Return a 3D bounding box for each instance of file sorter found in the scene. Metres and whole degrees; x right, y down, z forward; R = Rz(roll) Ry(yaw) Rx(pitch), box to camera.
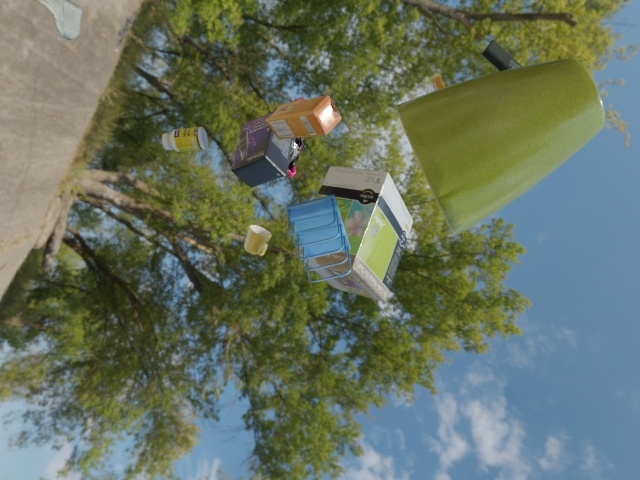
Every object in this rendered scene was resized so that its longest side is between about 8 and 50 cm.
[{"bbox_3d":[0.000,0.000,1.028,0.118,0.170,0.105,-14,-141,8],"label":"file sorter"}]

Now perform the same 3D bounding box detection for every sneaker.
[{"bbox_3d":[-0.103,-0.374,1.585,0.121,0.112,0.299,-45,161,-53],"label":"sneaker"}]

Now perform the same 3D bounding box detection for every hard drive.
[{"bbox_3d":[0.448,-0.419,1.042,0.022,0.135,0.094,-46,-177,45],"label":"hard drive"}]

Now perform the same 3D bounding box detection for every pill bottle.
[{"bbox_3d":[-0.389,-0.289,1.251,0.116,0.065,0.065,-5,-122,4],"label":"pill bottle"}]

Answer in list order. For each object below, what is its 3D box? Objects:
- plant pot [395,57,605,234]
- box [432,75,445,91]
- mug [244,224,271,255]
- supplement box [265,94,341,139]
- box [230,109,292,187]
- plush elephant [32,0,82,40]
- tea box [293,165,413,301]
[{"bbox_3d":[0.330,-0.192,0.797,0.293,0.275,0.275,-25,-129,18],"label":"plant pot"},{"bbox_3d":[0.402,-0.457,1.417,0.028,0.081,0.136,-23,-98,13],"label":"box"},{"bbox_3d":[-0.170,0.004,1.138,0.064,0.062,0.078,-62,-169,16],"label":"mug"},{"bbox_3d":[-0.052,-0.336,1.202,0.233,0.080,0.078,15,-122,50],"label":"supplement box"},{"bbox_3d":[-0.188,-0.299,1.434,0.153,0.108,0.207,-14,-127,30],"label":"box"},{"bbox_3d":[-0.480,-0.457,0.641,0.329,0.255,0.272,18,-82,15],"label":"plush elephant"},{"bbox_3d":[0.124,-0.014,1.432,0.219,0.329,0.324,11,-110,31],"label":"tea box"}]
